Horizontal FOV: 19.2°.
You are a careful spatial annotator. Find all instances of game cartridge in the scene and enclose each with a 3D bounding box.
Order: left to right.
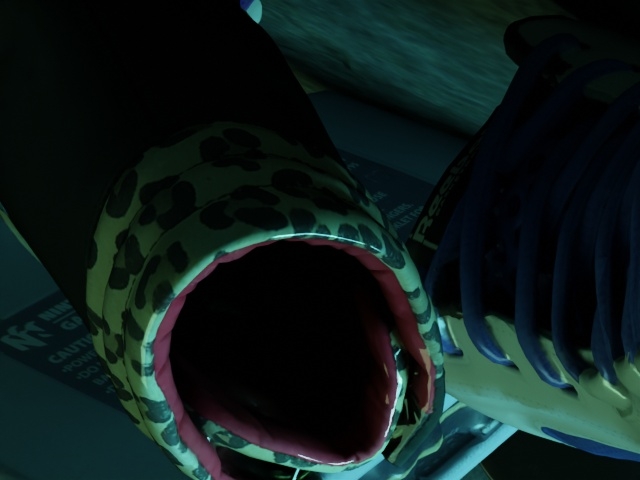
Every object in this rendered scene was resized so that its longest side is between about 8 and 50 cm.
[{"bbox_3d":[-0.028,0.029,0.678,0.196,0.060,0.294,27,-145,27],"label":"game cartridge"}]

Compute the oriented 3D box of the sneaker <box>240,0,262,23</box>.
[{"bbox_3d":[-0.095,-0.093,0.598,0.170,0.068,0.071,16,154,24],"label":"sneaker"}]

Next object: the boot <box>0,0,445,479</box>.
[{"bbox_3d":[-0.031,0.006,0.488,0.178,0.085,0.236,57,173,37],"label":"boot"}]

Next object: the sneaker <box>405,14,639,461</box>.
[{"bbox_3d":[0.087,0.014,0.416,0.182,0.127,0.315,21,176,24],"label":"sneaker"}]

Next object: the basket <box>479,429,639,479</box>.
[{"bbox_3d":[0.172,0.094,0.831,0.204,0.154,0.227,4,159,40],"label":"basket"}]
